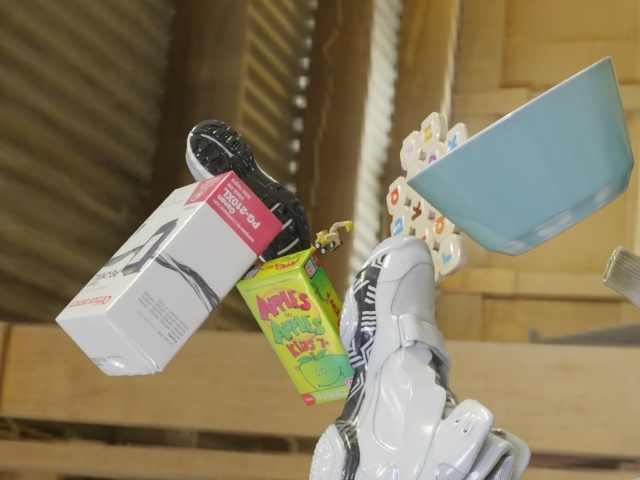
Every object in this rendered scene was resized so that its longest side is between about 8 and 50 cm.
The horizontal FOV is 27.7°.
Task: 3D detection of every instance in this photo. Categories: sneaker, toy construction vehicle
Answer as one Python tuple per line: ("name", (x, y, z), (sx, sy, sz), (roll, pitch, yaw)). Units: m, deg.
("sneaker", (-0.110, -0.059, 1.980), (0.100, 0.108, 0.271), (-35, -92, -23))
("sneaker", (0.126, 0.165, 1.425), (0.137, 0.210, 0.366), (44, -126, -50))
("toy construction vehicle", (0.000, 0.000, 2.177), (0.086, 0.098, 0.035), (-14, -106, -44))

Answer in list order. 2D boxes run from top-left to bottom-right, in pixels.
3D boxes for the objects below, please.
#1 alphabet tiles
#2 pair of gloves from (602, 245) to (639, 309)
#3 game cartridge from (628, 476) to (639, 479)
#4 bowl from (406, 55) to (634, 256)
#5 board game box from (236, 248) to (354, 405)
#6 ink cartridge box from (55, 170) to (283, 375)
("alphabet tiles", (0.190, -0.067, 2.196), (0.021, 0.278, 0.284), (4, -115, -25))
("pair of gloves", (0.605, 0.032, 2.179), (0.240, 0.204, 0.042), (-55, 12, -11))
("game cartridge", (0.286, 0.320, 1.346), (0.060, 0.294, 0.196), (65, -164, -1))
("bowl", (0.285, -0.091, 1.696), (0.163, 0.311, 0.311), (59, -155, 2))
("board game box", (-0.013, 0.104, 1.518), (0.181, 0.092, 0.043), (61, -146, -20))
("ink cartridge box", (-0.181, 0.041, 1.541), (0.100, 0.172, 0.237), (47, -116, -17))
